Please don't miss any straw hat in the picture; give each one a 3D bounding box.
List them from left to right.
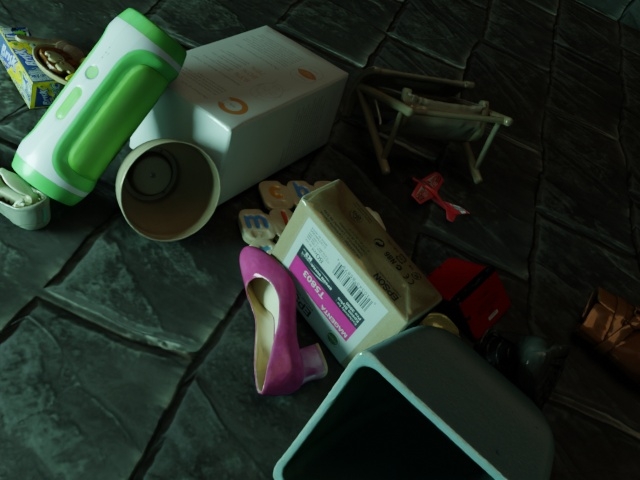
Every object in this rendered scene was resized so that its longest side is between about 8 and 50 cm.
[{"bbox_3d":[0.188,0.152,1.116,0.144,0.061,0.144,14,42,-13],"label":"straw hat"}]

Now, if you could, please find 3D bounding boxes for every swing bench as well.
[{"bbox_3d":[0.219,-0.264,1.457,0.253,0.165,0.255,1,41,-25],"label":"swing bench"}]

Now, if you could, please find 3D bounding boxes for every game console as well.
[{"bbox_3d":[0.260,0.102,1.237,0.144,0.085,0.124,-32,98,-43],"label":"game console"}]

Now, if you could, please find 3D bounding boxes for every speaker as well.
[{"bbox_3d":[-0.335,-0.202,1.044,0.131,0.296,0.131,37,1,0],"label":"speaker"}]

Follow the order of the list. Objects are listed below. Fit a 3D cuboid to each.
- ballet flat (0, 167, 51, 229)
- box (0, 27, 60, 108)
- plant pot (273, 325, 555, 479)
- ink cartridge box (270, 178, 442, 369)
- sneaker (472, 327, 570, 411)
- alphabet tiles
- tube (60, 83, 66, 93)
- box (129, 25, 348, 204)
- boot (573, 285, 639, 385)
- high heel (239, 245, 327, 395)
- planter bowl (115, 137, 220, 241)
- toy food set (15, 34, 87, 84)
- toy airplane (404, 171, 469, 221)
[{"bbox_3d":[-0.493,-0.093,1.022,0.213,0.068,0.072,30,43,5],"label":"ballet flat"},{"bbox_3d":[-0.528,-0.314,1.234,0.054,0.059,0.169,-14,55,-38],"label":"box"},{"bbox_3d":[0.143,0.257,0.869,0.248,0.247,0.252,41,31,17],"label":"plant pot"},{"bbox_3d":[0.039,0.060,1.016,0.088,0.193,0.235,-29,71,-37],"label":"ink cartridge box"},{"bbox_3d":[0.292,0.185,1.030,0.130,0.286,0.109,27,83,16],"label":"sneaker"},{"bbox_3d":[0.000,0.000,1.206,0.284,0.021,0.278,-3,52,-28],"label":"alphabet tiles"},{"bbox_3d":[-0.408,-0.324,1.307,0.207,0.052,0.080,-16,50,-20],"label":"tube"},{"bbox_3d":[-0.144,-0.241,1.257,0.215,0.168,0.345,35,42,18],"label":"box"},{"bbox_3d":[0.613,0.162,1.300,0.220,0.109,0.283,35,50,16],"label":"boot"},{"bbox_3d":[-0.089,0.113,1.006,0.117,0.082,0.244,-7,63,-44],"label":"high heel"},{"bbox_3d":[-0.255,-0.092,1.092,0.162,0.162,0.109,-6,24,-31],"label":"planter bowl"},{"bbox_3d":[-0.444,-0.318,1.218,0.192,0.038,0.132,46,28,17],"label":"toy food set"},{"bbox_3d":[0.239,-0.091,1.410,0.151,0.028,0.151,18,38,-14],"label":"toy airplane"}]
